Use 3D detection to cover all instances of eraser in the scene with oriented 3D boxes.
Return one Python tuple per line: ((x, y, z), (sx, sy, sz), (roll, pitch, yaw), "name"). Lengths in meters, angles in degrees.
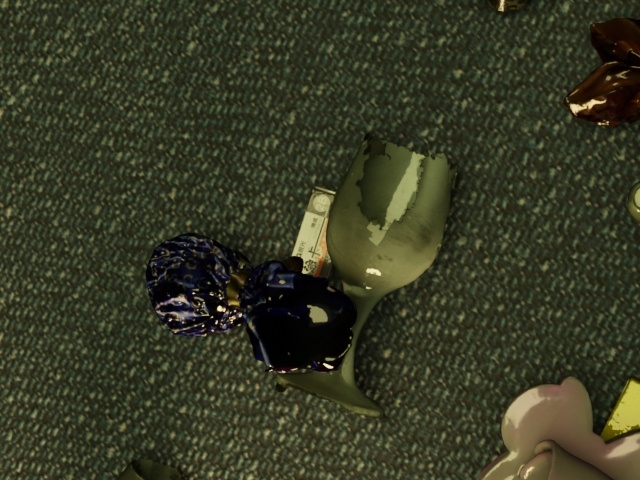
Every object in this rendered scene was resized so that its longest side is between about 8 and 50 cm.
((0.374, 0.219, 1.490), (0.122, 0.045, 0.097), (29, 98, 14), "eraser")
((0.000, 0.000, 1.605), (0.052, 0.029, 0.122), (20, 93, 15), "eraser")

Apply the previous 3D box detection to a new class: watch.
((0.253, 0.293, 1.381), (0.211, 0.217, 0.248), (32, 99, -2), "watch")

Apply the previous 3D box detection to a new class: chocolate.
((-0.067, 0.065, 1.482), (0.148, 0.343, 0.126), (-37, 116, -24), "chocolate")

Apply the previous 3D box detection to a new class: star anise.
((0.380, -0.173, 1.454), (0.220, 0.126, 0.190), (17, 64, 37), "star anise")

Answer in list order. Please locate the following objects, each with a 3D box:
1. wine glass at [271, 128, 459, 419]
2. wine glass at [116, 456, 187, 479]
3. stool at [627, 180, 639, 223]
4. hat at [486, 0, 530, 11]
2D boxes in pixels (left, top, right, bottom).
((0.056, 0.040, 1.537), (0.143, 0.143, 0.321), (17, 92, 15), "wine glass")
((-0.231, 0.367, 1.615), (0.111, 0.111, 0.204), (30, 98, 14), "wine glass")
((0.428, 0.000, 1.404), (0.195, 0.198, 0.195), (-20, 82, 15), "stool")
((0.217, -0.291, 1.538), (0.121, 0.121, 0.050), (3, 128, 15), "hat")
